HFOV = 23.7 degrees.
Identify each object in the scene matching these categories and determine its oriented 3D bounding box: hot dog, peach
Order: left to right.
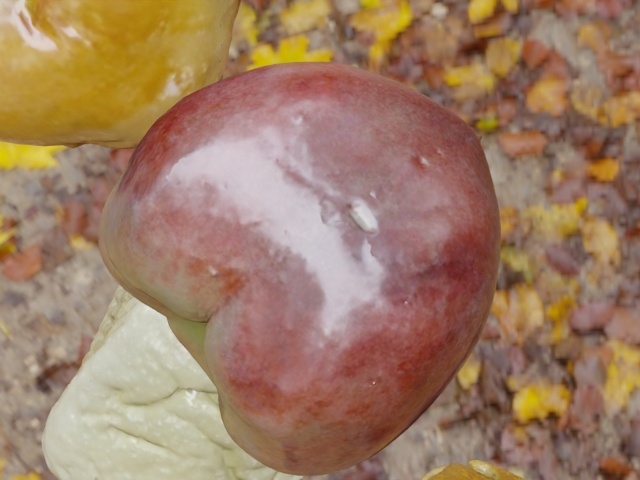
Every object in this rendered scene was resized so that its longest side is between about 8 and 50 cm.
[{"bbox_3d":[-0.196,-0.190,0.793,0.223,0.185,0.405,-4,27,-22],"label":"hot dog"},{"bbox_3d":[0.000,0.000,0.586,0.152,0.152,0.152,-5,60,8],"label":"peach"}]

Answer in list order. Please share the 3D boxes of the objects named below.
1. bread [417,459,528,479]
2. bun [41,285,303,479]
[{"bbox_3d":[0.160,0.245,1.215,0.210,0.235,0.099,23,97,21],"label":"bread"},{"bbox_3d":[-0.067,0.090,1.288,0.227,0.349,0.352,34,73,-10],"label":"bun"}]
